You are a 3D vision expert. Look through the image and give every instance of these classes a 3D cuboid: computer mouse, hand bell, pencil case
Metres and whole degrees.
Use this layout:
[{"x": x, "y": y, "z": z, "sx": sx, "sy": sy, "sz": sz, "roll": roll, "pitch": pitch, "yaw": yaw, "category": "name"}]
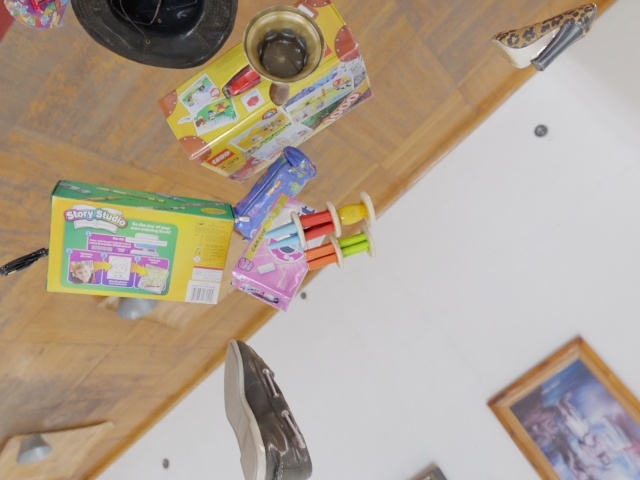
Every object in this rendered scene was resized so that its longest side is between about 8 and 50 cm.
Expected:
[{"x": -0.438, "y": 0.006, "z": 0.921, "sx": 0.242, "sy": 0.041, "sz": 0.071, "roll": -31, "pitch": -168, "yaw": -26, "category": "computer mouse"}, {"x": -0.071, "y": -0.285, "z": 0.910, "sx": 0.126, "sy": 0.126, "sz": 0.242, "roll": -27, "pitch": 177, "yaw": -10, "category": "hand bell"}, {"x": -0.149, "y": -0.135, "z": 1.525, "sx": 0.306, "sy": 0.119, "sz": 0.133, "roll": -44, "pitch": 172, "yaw": 22, "category": "pencil case"}]

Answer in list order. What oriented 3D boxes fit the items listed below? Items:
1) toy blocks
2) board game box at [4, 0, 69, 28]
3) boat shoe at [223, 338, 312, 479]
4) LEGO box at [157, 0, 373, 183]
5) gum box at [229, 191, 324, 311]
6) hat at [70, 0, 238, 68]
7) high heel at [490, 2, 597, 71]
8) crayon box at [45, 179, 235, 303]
[{"x": 0.000, "y": 0.000, "z": 0.725, "sx": 0.148, "sy": 0.054, "sz": 0.123, "roll": -17, "pitch": 140, "yaw": -8, "category": "toy blocks"}, {"x": -0.613, "y": -0.550, "z": 1.161, "sx": 0.168, "sy": 0.033, "sz": 0.133, "roll": -59, "pitch": 156, "yaw": 14, "category": "board game box"}, {"x": -0.104, "y": 0.296, "z": 0.916, "sx": 0.096, "sy": 0.335, "sz": 0.112, "roll": 9, "pitch": 112, "yaw": -23, "category": "boat shoe"}, {"x": -0.127, "y": -0.398, "z": 1.448, "sx": 0.500, "sy": 0.193, "sz": 0.372, "roll": -32, "pitch": 171, "yaw": 8, "category": "LEGO box"}, {"x": -0.067, "y": 0.022, "z": 0.893, "sx": 0.188, "sy": 0.107, "sz": 0.062, "roll": -63, "pitch": 179, "yaw": -31, "category": "gum box"}, {"x": -0.348, "y": -0.530, "z": 1.107, "sx": 0.331, "sy": 0.134, "sz": 0.331, "roll": -9, "pitch": 138, "yaw": -9, "category": "hat"}, {"x": 0.556, "y": -0.530, "z": 1.315, "sx": 0.186, "sy": 0.261, "sz": 0.093, "roll": -45, "pitch": 123, "yaw": 11, "category": "high heel"}, {"x": -0.295, "y": 0.007, "z": 0.865, "sx": 0.278, "sy": 0.081, "sz": 0.165, "roll": 7, "pitch": 112, "yaw": -19, "category": "crayon box"}]
